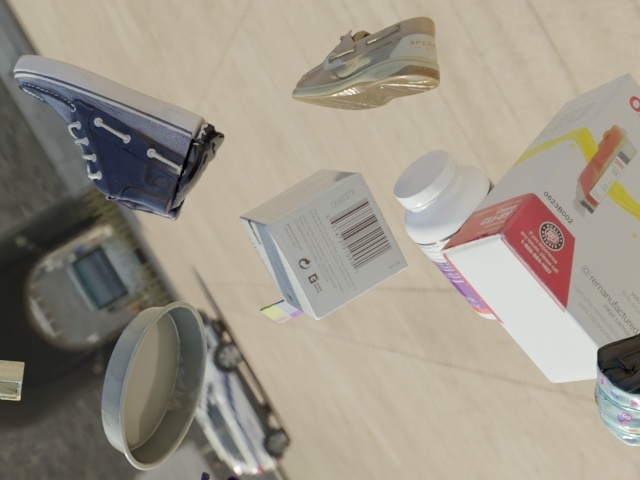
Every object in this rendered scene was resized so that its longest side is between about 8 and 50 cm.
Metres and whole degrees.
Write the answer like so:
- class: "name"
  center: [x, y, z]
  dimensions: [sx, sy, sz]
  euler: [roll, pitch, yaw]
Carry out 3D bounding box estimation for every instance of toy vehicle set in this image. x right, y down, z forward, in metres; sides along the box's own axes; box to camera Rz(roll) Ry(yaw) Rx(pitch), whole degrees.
- class: "toy vehicle set"
  center: [-0.653, 0.236, 1.925]
  dimensions: [0.166, 0.266, 0.035]
  euler: [131, 143, -65]

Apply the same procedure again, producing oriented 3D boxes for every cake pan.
- class: "cake pan"
  center: [-0.286, 0.244, 1.906]
  dimensions: [0.054, 0.293, 0.293]
  euler: [10, 146, 20]

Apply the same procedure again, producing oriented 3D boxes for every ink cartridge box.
- class: "ink cartridge box"
  center: [0.409, -0.022, 1.669]
  dimensions: [0.279, 0.385, 0.160]
  euler: [47, 152, -10]

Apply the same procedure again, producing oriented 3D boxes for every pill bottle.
- class: "pill bottle"
  center: [0.281, -0.014, 2.070]
  dimensions: [0.323, 0.181, 0.181]
  euler: [47, 175, -24]

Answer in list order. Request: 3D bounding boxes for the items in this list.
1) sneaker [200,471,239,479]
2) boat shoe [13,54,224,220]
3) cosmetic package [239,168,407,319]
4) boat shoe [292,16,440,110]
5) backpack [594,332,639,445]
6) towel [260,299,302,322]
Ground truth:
- class: "sneaker"
  center: [-0.117, 0.403, 1.636]
  dimensions: [0.083, 0.098, 0.223]
  euler: [20, 173, 35]
- class: "boat shoe"
  center: [-0.322, -0.149, 1.618]
  dimensions: [0.340, 0.158, 0.127]
  euler: [21, 174, 15]
- class: "cosmetic package"
  center: [0.000, 0.000, 1.556]
  dimensions: [0.151, 0.151, 0.183]
  euler: [62, 168, -11]
- class: "boat shoe"
  center: [0.075, -0.285, 1.815]
  dimensions: [0.341, 0.121, 0.110]
  euler: [-4, 81, 53]
- class: "backpack"
  center: [0.421, 0.170, 1.331]
  dimensions: [0.152, 0.182, 0.115]
  euler: [-117, 17, -62]
- class: "towel"
  center: [-0.067, 0.129, 2.087]
  dimensions: [0.060, 0.083, 0.009]
  euler: [39, -144, -42]
